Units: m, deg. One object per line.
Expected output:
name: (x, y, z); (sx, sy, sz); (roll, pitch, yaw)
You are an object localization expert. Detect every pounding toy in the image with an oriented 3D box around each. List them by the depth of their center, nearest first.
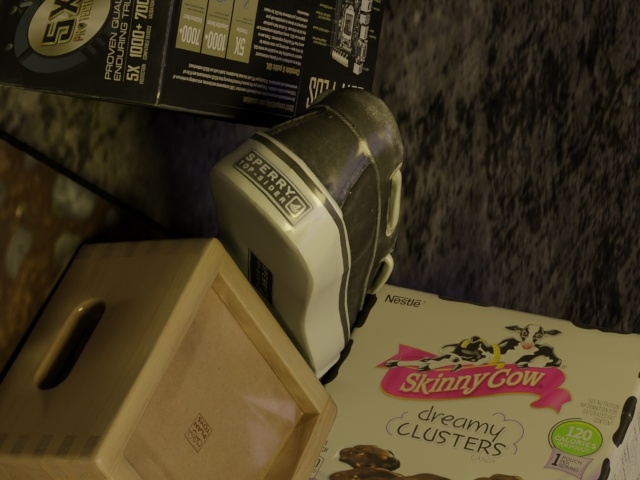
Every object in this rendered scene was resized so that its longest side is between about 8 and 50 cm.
pounding toy: (-0.066, 0.072, 0.775); (0.130, 0.100, 0.141); (57, 45, -36)

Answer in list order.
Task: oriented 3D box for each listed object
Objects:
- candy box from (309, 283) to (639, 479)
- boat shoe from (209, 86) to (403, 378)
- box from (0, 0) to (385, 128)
candy box: (0.071, 0.126, 0.972); (0.196, 0.164, 0.070); (-61, 150, -36)
boat shoe: (0.000, 0.000, 0.778); (0.070, 0.078, 0.219); (-40, 172, -14)
box: (-0.041, -0.122, 0.755); (0.180, 0.077, 0.147); (1, 98, -64)
